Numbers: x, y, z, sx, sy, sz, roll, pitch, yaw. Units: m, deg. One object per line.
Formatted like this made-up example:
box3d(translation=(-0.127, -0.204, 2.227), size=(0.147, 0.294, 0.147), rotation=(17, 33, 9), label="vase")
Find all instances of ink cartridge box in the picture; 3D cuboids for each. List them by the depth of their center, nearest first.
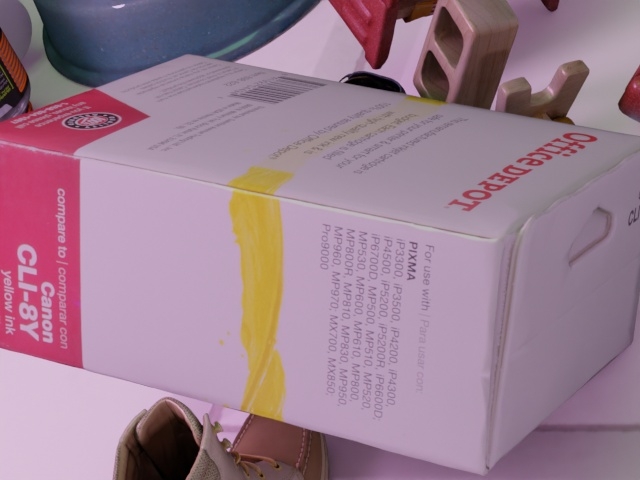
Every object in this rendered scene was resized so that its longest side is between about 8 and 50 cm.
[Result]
box3d(translation=(0.000, 0.000, 1.235), size=(0.384, 0.160, 0.279), rotation=(12, 20, 26), label="ink cartridge box")

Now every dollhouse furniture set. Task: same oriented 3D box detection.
box3d(translation=(0.167, -0.164, 1.476), size=(0.201, 0.152, 0.374), rotation=(-18, 59, -23), label="dollhouse furniture set")

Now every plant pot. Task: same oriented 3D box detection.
box3d(translation=(-0.186, -0.381, 1.762), size=(0.341, 0.334, 0.341), rotation=(-16, 39, 14), label="plant pot")

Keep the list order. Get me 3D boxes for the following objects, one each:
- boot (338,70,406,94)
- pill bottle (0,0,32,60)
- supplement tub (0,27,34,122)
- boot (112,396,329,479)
box3d(translation=(0.026, -0.111, 1.518), size=(0.082, 0.106, 0.219), rotation=(-40, 41, -18), label="boot")
box3d(translation=(-0.386, -0.230, 1.882), size=(0.193, 0.108, 0.108), rotation=(21, 57, 42), label="pill bottle")
box3d(translation=(-0.350, -0.168, 1.725), size=(0.117, 0.190, 0.117), rotation=(-15, 39, 13), label="supplement tub")
box3d(translation=(-0.066, 0.153, 1.221), size=(0.077, 0.165, 0.213), rotation=(-3, 45, 25), label="boot")
